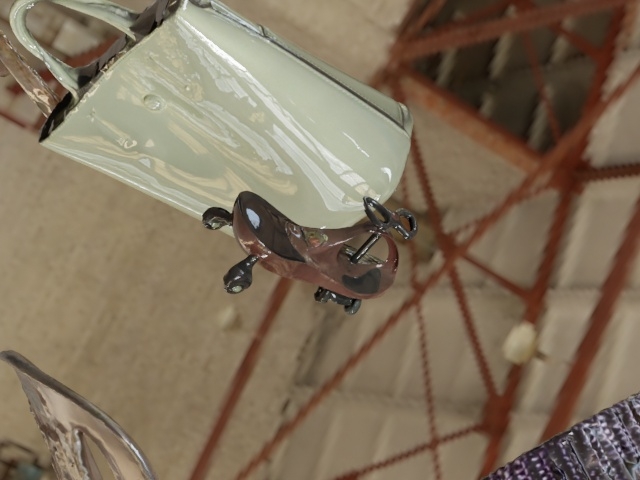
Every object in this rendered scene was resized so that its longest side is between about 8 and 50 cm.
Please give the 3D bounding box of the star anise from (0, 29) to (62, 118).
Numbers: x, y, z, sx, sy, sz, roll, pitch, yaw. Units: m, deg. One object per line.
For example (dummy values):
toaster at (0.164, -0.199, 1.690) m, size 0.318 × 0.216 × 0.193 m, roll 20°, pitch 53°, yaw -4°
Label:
star anise at (-0.397, -0.203, 1.450) m, size 0.349 × 0.292 × 0.109 m, roll 32°, pitch -73°, yaw 31°

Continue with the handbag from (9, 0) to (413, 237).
handbag at (-0.102, -0.097, 1.329) m, size 0.241 × 0.315 × 0.109 m, roll -36°, pitch -141°, yaw 47°

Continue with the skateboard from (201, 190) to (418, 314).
skateboard at (0.000, 0.000, 1.151) m, size 0.080 × 0.151 × 0.067 m, roll -48°, pitch -134°, yaw 30°

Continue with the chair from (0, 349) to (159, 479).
chair at (-0.044, 0.194, 0.946) m, size 0.175 × 0.183 × 0.326 m, roll 17°, pitch -58°, yaw 65°

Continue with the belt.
belt at (0.180, 0.201, 1.205) m, size 0.260 × 0.122 × 0.325 m, roll -31°, pitch 166°, yaw 3°
